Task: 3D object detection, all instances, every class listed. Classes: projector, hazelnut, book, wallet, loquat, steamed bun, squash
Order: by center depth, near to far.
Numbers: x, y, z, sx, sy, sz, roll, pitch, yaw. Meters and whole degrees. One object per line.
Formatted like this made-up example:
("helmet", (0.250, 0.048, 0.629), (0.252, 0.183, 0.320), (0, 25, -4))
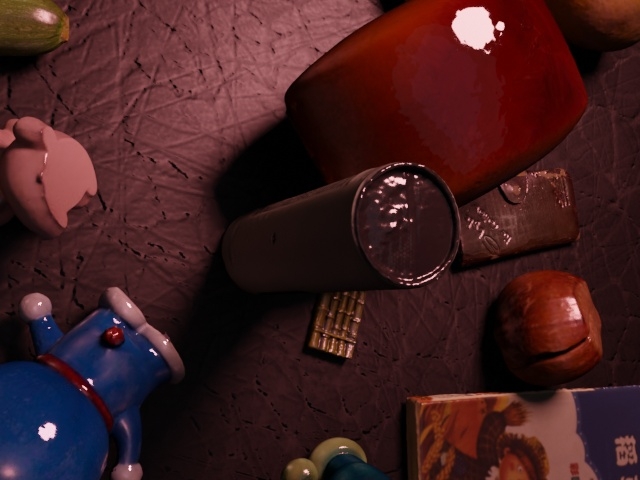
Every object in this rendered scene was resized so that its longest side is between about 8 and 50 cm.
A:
("projector", (0.000, 0.000, 0.708), (0.108, 0.337, 0.108), (3, 84, -26))
("squash", (-0.375, -0.225, 0.721), (0.219, 0.068, 0.077), (-9, 67, -24))
("steamed bun", (0.156, -0.170, 0.822), (0.379, 0.248, 0.235), (-32, 96, -38))
("hazelnut", (0.304, 0.117, 0.946), (0.143, 0.143, 0.154), (-5, 76, -25))
("book", (0.311, 0.355, 0.954), (0.427, 0.039, 0.300), (2, 81, -23))
("wallet", (0.276, -0.039, 1.004), (0.232, 0.031, 0.122), (-10, 88, -24))
("loquat", (0.407, -0.385, 1.041), (0.227, 0.179, 0.179), (46, 67, -7))

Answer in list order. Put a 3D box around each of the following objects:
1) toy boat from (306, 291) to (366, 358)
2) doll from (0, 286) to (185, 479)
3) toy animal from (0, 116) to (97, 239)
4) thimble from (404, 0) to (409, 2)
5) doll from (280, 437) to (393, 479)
("toy boat", (0.024, 0.087, 0.880), (0.063, 0.016, 0.115), (19, 75, -20))
("doll", (-0.258, 0.164, 0.683), (0.215, 0.161, 0.257), (43, 50, 7))
("toy animal", (-0.344, -0.067, 0.706), (0.212, 0.124, 0.124), (5, 78, 9))
("thimble", (0.161, -0.366, 0.966), (0.115, 0.102, 0.090), (-22, 91, -54))
("doll", (-0.013, 0.361, 0.732), (0.198, 0.186, 0.322), (44, 65, -12))
